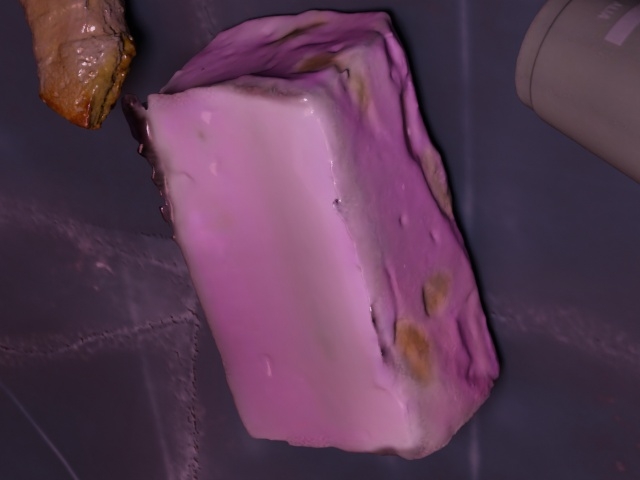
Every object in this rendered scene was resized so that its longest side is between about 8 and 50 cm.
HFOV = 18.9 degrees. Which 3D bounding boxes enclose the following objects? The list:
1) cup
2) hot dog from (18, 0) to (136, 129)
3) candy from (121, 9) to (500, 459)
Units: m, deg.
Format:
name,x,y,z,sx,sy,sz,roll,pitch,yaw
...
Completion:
name,x,y,z,sx,sy,sz,roll,pitch,yaw
cup,0.182,-0.078,1.017,0.141,0.120,0.120,33,135,35
hot dog,-0.159,-0.149,1.252,0.078,0.061,0.169,-19,80,36
candy,0.000,0.000,1.194,0.155,0.116,0.265,-1,118,37
